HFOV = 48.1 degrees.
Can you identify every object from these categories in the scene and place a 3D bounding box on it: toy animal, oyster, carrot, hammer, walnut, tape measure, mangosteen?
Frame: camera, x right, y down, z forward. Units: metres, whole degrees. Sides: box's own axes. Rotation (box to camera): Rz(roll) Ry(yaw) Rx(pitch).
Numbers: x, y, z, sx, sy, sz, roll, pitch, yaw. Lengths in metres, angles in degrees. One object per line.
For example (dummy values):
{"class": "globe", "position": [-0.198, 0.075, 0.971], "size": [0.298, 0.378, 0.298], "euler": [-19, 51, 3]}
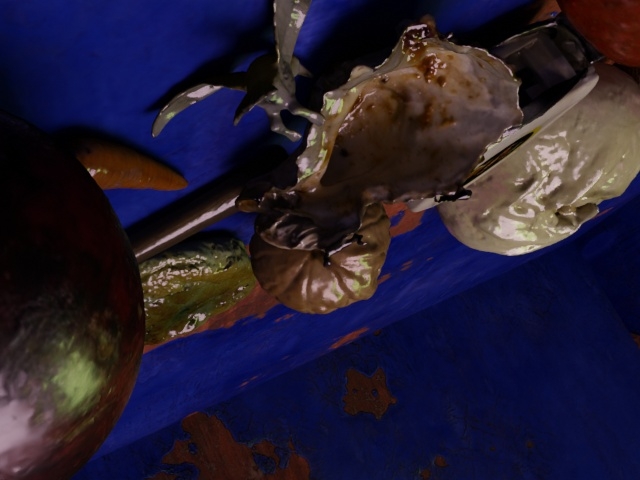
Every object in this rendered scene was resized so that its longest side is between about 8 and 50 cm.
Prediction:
{"class": "toy animal", "position": [-0.040, -0.131, 0.629], "size": [0.219, 0.095, 0.155], "euler": [-34, 159, 27]}
{"class": "oyster", "position": [0.052, -0.088, 0.755], "size": [0.337, 0.197, 0.133], "euler": [-43, -157, 28]}
{"class": "carrot", "position": [-0.181, -0.067, 0.705], "size": [0.048, 0.048, 0.216], "euler": [-31, 170, 15]}
{"class": "hammer", "position": [-0.226, 0.008, 0.876], "size": [0.439, 0.044, 0.168], "euler": [-28, 167, 2]}
{"class": "walnut", "position": [0.000, 0.000, 0.956], "size": [0.213, 0.213, 0.213], "euler": [-25, 165, -7]}
{"class": "tape measure", "position": [0.181, -0.152, 0.863], "size": [0.231, 0.133, 0.271], "euler": [-29, 174, -30]}
{"class": "mangosteen", "position": [-0.278, 0.029, 0.499], "size": [0.305, 0.360, 0.306], "euler": [-7, 132, -8]}

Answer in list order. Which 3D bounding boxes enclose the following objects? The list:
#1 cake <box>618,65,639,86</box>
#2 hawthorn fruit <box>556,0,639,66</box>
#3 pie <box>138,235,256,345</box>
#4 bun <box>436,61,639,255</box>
{"class": "cake", "position": [0.538, -0.274, 1.195], "size": [0.115, 0.113, 0.295], "euler": [-30, 154, -12]}
{"class": "hawthorn fruit", "position": [0.292, -0.257, 0.631], "size": [0.202, 0.185, 0.185], "euler": [15, 138, -44]}
{"class": "pie", "position": [-0.213, 0.081, 1.068], "size": [0.276, 0.079, 0.277], "euler": [-27, 166, -8]}
{"class": "bun", "position": [0.357, -0.111, 1.144], "size": [0.360, 0.213, 0.361], "euler": [-23, 163, -8]}
